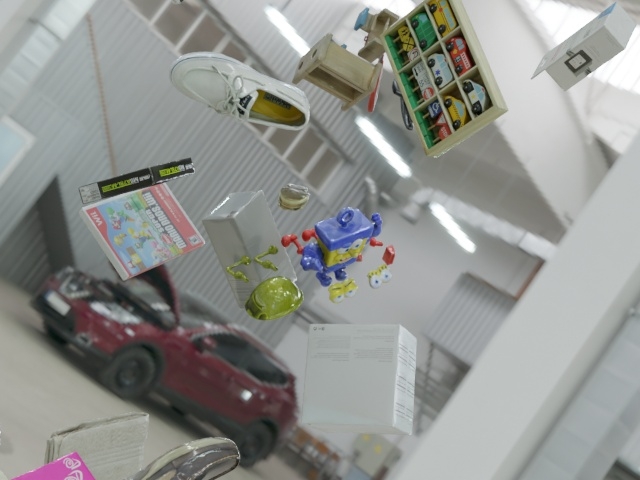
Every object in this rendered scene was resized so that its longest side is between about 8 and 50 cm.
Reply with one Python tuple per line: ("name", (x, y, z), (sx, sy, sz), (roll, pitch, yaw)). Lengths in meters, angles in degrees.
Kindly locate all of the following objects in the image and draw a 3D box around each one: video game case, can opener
("video game case", (-0.438, -0.031, 2.521), (0.285, 0.025, 0.204), (-27, 80, -50))
("can opener", (0.220, -0.339, 2.568), (0.073, 0.059, 0.186), (6, 44, -11))

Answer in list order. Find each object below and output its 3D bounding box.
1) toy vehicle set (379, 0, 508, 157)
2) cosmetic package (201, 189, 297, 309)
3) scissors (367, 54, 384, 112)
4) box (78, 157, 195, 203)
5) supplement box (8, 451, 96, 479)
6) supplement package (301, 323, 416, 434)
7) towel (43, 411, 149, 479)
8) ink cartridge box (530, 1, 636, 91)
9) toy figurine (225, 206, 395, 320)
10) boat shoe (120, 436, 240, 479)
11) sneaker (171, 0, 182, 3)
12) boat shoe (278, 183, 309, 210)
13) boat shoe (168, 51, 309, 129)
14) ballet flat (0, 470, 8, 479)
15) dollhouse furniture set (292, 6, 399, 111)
("toy vehicle set", (0.216, -0.302, 1.815), (0.035, 0.166, 0.267), (7, 57, -48))
("cosmetic package", (-0.154, 0.021, 2.232), (0.107, 0.127, 0.238), (-7, -65, 35))
("scissors", (0.149, -0.453, 2.542), (0.021, 0.109, 0.297), (13, -50, 6))
("box", (-0.399, -0.131, 2.213), (0.184, 0.191, 0.045), (-23, 99, -67))
("supplement box", (-0.374, 0.410, 1.390), (0.111, 0.114, 0.220), (48, -45, 24))
("supplement package", (0.082, 0.283, 2.054), (0.194, 0.203, 0.149), (-1, -18, 20))
("towel", (-0.504, 0.492, 2.267), (0.049, 0.187, 0.282), (17, 10, 35))
("ink cartridge box", (0.478, -0.343, 1.847), (0.060, 0.104, 0.180), (45, -45, -9))
("toy figurine", (0.000, 0.000, 2.077), (0.191, 0.363, 0.217), (56, -30, 28))
("boat shoe", (-0.292, 0.477, 1.818), (0.130, 0.355, 0.132), (54, -27, 25))
("sneaker", (-0.226, -0.625, 2.108), (0.147, 0.295, 0.104), (13, 18, -6))
("boat shoe", (-0.052, -0.073, 1.906), (0.056, 0.048, 0.153), (13, 11, -3))
("boat shoe", (-0.195, -0.348, 2.499), (0.367, 0.136, 0.156), (19, 25, -19))
("ballet flat", (-0.688, 0.449, 2.013), (0.409, 0.147, 0.147), (55, -1, 18))
("dollhouse furniture set", (0.049, -0.379, 2.017), (0.129, 0.183, 0.129), (27, -24, -19))
